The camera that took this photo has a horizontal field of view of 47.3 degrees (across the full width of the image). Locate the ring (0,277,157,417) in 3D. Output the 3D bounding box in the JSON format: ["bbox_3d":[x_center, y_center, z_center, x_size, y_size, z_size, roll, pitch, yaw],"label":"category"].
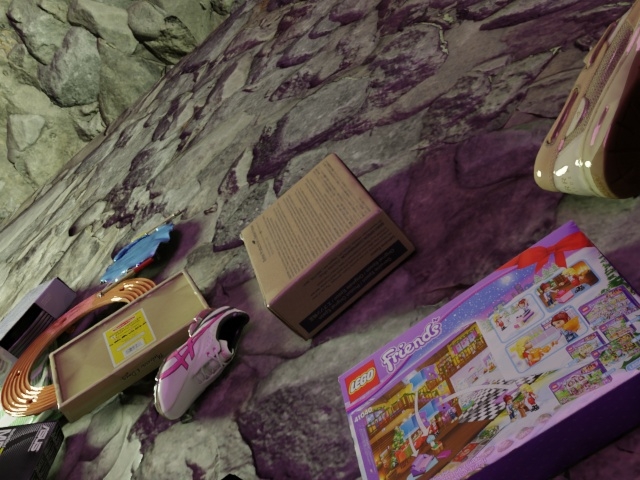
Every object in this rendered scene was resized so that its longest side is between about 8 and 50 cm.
[{"bbox_3d":[-0.428,0.191,1.321,0.336,0.032,0.337,-25,26,13],"label":"ring"}]

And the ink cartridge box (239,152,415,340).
[{"bbox_3d":[0.000,0.000,1.020,0.193,0.088,0.235,-41,29,6],"label":"ink cartridge box"}]

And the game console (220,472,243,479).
[{"bbox_3d":[-0.081,0.369,0.668,0.213,0.044,0.361,-52,29,-13],"label":"game console"}]

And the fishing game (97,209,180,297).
[{"bbox_3d":[-0.367,0.032,1.486,0.189,0.041,0.264,-33,19,11],"label":"fishing game"}]

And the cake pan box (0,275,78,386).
[{"bbox_3d":[-0.642,0.199,1.537,0.266,0.070,0.246,-19,34,54],"label":"cake pan box"}]

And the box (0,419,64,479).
[{"bbox_3d":[-0.513,0.361,1.121,0.184,0.045,0.191,-9,26,5],"label":"box"}]

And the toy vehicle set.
[{"bbox_3d":[-0.301,0.160,1.168,0.266,0.035,0.166,-33,31,-8],"label":"toy vehicle set"}]

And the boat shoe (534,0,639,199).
[{"bbox_3d":[0.344,-0.195,0.814,0.110,0.122,0.341,7,56,54],"label":"boat shoe"}]

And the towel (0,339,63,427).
[{"bbox_3d":[-0.590,0.323,1.385,0.248,0.038,0.325,-45,28,-2],"label":"towel"}]

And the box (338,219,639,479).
[{"bbox_3d":[0.161,0.128,0.671,0.293,0.057,0.201,-36,30,13],"label":"box"}]

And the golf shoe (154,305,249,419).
[{"bbox_3d":[-0.167,0.166,1.027,0.086,0.067,0.186,-11,42,43],"label":"golf shoe"}]
